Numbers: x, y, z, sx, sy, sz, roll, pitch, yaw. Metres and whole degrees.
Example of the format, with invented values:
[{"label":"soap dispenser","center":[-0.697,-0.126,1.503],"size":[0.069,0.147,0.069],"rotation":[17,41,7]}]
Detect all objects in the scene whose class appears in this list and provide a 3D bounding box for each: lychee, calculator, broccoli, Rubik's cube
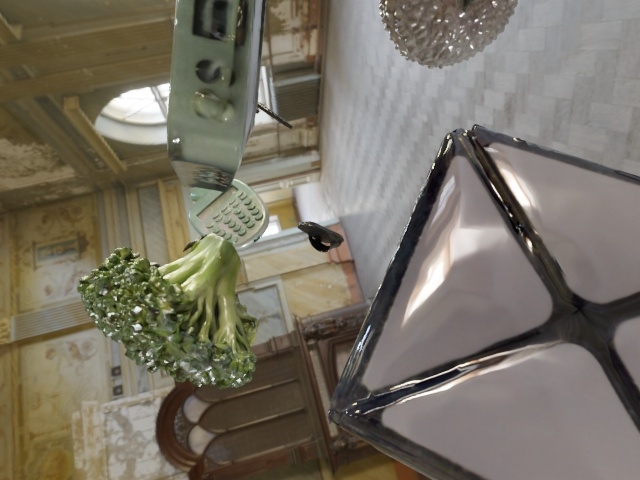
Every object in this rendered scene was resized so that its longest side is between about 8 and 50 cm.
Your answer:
[{"label":"lychee","center":[0.327,-0.665,1.090],"size":[0.432,0.379,0.381],"rotation":[-108,7,-58]},{"label":"calculator","center":[-0.250,-0.076,1.093],"size":[0.295,0.184,0.042],"rotation":[38,165,35]},{"label":"broccoli","center":[-0.259,0.140,0.764],"size":[0.334,0.271,0.325],"rotation":[5,116,55]},{"label":"Rubik's cube","center":[0.215,0.114,0.433],"size":[0.307,0.309,0.305],"rotation":[-61,-17,-16]}]

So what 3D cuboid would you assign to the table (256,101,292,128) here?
[{"label":"table","center":[-0.287,-0.443,1.465],"size":[0.249,0.317,0.317],"rotation":[49,166,12]}]

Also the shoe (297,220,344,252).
[{"label":"shoe","center":[0.000,0.000,0.938],"size":[0.159,0.062,0.053],"rotation":[30,-125,-55]}]

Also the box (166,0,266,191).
[{"label":"box","center":[-0.147,-0.280,0.592],"size":[0.396,0.110,0.397],"rotation":[-170,84,-74]}]
